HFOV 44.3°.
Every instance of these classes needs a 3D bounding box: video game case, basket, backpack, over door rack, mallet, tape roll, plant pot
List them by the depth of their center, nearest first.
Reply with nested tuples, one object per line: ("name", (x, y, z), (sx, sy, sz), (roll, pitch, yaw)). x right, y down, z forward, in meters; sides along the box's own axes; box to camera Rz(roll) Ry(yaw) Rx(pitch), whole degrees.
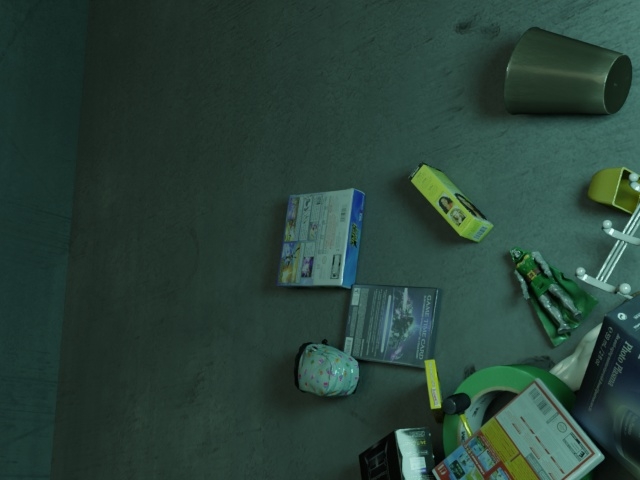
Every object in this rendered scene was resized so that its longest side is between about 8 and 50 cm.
("over door rack", (0.667, 0.027, 1.455), (0.324, 0.108, 0.239), (30, 88, 37))
("video game case", (0.361, 0.420, 1.475), (0.285, 0.025, 0.204), (-44, 38, 10))
("tape roll", (0.399, 0.417, 1.612), (0.321, 0.077, 0.321), (-6, 82, 47))
("mallet", (0.304, 0.406, 1.613), (0.039, 0.062, 0.189), (-36, 62, 40))
("plant pot", (0.605, -0.104, 1.629), (0.083, 0.082, 0.081), (13, 86, 57))
("basket", (0.544, -0.355, 1.719), (0.227, 0.154, 0.204), (22, 93, 42))
("video game case", (0.174, 0.210, 1.970), (0.274, 0.026, 0.196), (0, 77, 43))
("backpack", (0.014, 0.339, 2.001), (0.182, 0.115, 0.151), (4, 94, 50))
("video game case", (0.000, 0.000, 2.177), (0.244, 0.061, 0.269), (-2, 75, 42))

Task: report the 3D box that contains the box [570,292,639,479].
("box", (0.610, 0.273, 1.316), (0.294, 0.183, 0.296), (45, 149, 38))

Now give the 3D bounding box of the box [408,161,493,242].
("box", (0.312, -0.095, 1.896), (0.058, 0.087, 0.232), (-54, 49, 20))

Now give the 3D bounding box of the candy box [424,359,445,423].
("candy box", (0.254, 0.337, 1.738), (0.027, 0.206, 0.105), (-7, 68, 9))

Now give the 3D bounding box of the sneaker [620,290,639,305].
("sneaker", (0.661, 0.163, 1.495), (0.071, 0.066, 0.188), (-47, 55, -1))

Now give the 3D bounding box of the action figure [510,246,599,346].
("action figure", (0.479, 0.096, 1.696), (0.137, 0.064, 0.232), (-51, 45, 23))

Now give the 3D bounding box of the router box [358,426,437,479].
("router box", (0.171, 0.558, 1.707), (0.309, 0.081, 0.242), (117, 150, -63))

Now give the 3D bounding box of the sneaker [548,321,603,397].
("sneaker", (0.550, 0.246, 1.571), (0.212, 0.080, 0.094), (-56, 49, 28))
